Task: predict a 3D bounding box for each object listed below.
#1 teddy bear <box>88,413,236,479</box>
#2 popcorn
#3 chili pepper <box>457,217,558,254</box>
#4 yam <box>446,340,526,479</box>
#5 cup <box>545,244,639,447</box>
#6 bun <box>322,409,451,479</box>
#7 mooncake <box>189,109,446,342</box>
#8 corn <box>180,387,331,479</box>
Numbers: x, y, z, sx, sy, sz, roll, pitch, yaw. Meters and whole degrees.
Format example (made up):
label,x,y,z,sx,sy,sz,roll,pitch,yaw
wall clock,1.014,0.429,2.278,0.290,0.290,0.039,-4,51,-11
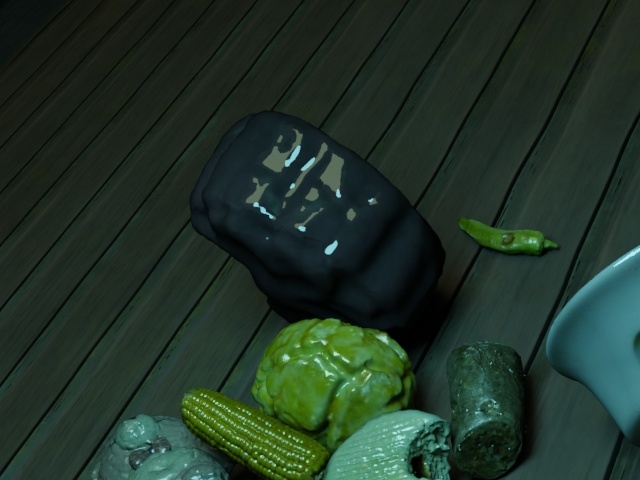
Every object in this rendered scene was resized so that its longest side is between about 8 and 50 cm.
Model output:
label,x,y,z,sx,sy,sz,roll,pitch,yaw
teddy bear,-0.211,0.328,1.668,0.236,0.151,0.267,-23,34,-11
popcorn,0.019,0.198,1.633,0.221,0.204,0.183,7,45,23
chili pepper,0.267,-0.007,1.864,0.208,0.043,0.049,17,67,49
yam,0.212,0.208,1.559,0.107,0.107,0.183,-17,37,19
cup,0.438,0.121,1.334,0.347,0.347,0.163,-26,57,5
bun,0.100,0.310,1.473,0.204,0.126,0.212,-5,39,36
mooncake,0.000,0.000,1.751,0.350,0.381,0.212,3,55,57
corn,-0.088,0.261,1.582,0.231,0.080,0.080,22,56,26
